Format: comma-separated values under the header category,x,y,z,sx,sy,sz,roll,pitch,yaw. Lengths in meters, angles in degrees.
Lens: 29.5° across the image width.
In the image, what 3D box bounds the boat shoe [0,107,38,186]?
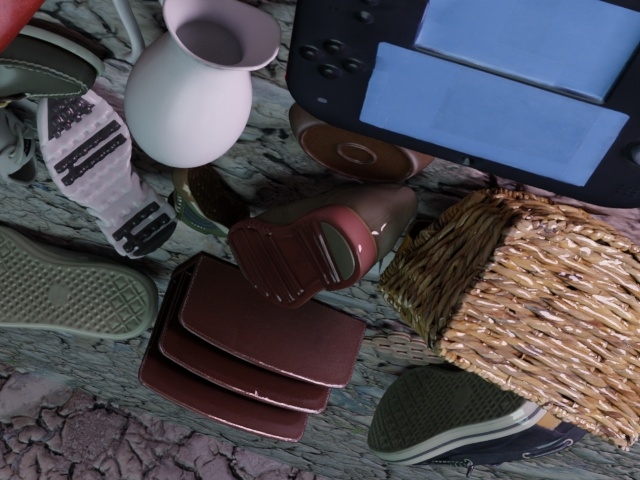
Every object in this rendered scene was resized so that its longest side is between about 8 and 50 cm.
category,x,y,z,sx,sy,sz,roll,pitch,yaw
boat shoe,-0.410,-0.125,1.550,0.088,0.096,0.267,14,161,-3

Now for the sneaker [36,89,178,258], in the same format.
category,x,y,z,sx,sy,sz,roll,pitch,yaw
sneaker,-0.282,-0.098,1.510,0.118,0.110,0.292,50,168,38

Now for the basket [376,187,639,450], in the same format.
category,x,y,z,sx,sy,sz,roll,pitch,yaw
basket,0.252,0.062,1.389,0.299,0.213,0.223,28,-173,-21

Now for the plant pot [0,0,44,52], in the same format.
category,x,y,z,sx,sy,sz,roll,pitch,yaw
plant pot,-0.397,-0.242,1.018,0.267,0.236,0.267,3,156,32

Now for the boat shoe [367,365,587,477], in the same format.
category,x,y,z,sx,sy,sz,roll,pitch,yaw
boat shoe,0.247,0.297,2.006,0.156,0.187,0.500,32,151,-22

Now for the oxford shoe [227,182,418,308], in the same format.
category,x,y,z,sx,sy,sz,roll,pitch,yaw
oxford shoe,0.000,0.000,1.485,0.348,0.130,0.123,-5,115,60

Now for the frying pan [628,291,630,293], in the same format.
category,x,y,z,sx,sy,sz,roll,pitch,yaw
frying pan,0.433,0.129,1.591,0.326,0.053,0.197,29,159,-31

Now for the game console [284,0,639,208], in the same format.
category,x,y,z,sx,sy,sz,roll,pitch,yaw
game console,0.165,-0.152,1.059,0.386,0.060,0.342,16,160,0

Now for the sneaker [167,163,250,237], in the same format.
category,x,y,z,sx,sy,sz,roll,pitch,yaw
sneaker,-0.167,-0.051,1.583,0.086,0.064,0.192,3,159,23

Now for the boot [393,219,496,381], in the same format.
category,x,y,z,sx,sy,sz,roll,pitch,yaw
boot,0.222,0.091,1.544,0.295,0.104,0.211,29,158,7

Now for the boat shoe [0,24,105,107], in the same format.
category,x,y,z,sx,sy,sz,roll,pitch,yaw
boat shoe,-0.385,-0.189,1.358,0.305,0.091,0.109,10,159,20

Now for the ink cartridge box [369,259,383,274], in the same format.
category,x,y,z,sx,sy,sz,roll,pitch,yaw
ink cartridge box,0.052,0.008,1.615,0.062,0.029,0.115,15,160,8

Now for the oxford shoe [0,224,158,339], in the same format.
category,x,y,z,sx,sy,sz,roll,pitch,yaw
oxford shoe,-0.475,0.073,2.056,0.449,0.169,0.130,13,-178,11

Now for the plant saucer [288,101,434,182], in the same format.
category,x,y,z,sx,sy,sz,roll,pitch,yaw
plant saucer,0.042,-0.105,1.328,0.168,0.029,0.168,15,161,5

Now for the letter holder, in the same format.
category,x,y,z,sx,sy,sz,roll,pitch,yaw
letter holder,-0.113,0.184,1.945,0.301,0.214,0.152,24,159,-18

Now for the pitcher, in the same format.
category,x,y,z,sx,sy,sz,roll,pitch,yaw
pitcher,-0.143,-0.174,1.194,0.177,0.125,0.207,38,149,2

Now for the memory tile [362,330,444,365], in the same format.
category,x,y,z,sx,sy,sz,roll,pitch,yaw
memory tile,0.145,0.176,1.981,0.148,0.012,0.113,23,157,-32
